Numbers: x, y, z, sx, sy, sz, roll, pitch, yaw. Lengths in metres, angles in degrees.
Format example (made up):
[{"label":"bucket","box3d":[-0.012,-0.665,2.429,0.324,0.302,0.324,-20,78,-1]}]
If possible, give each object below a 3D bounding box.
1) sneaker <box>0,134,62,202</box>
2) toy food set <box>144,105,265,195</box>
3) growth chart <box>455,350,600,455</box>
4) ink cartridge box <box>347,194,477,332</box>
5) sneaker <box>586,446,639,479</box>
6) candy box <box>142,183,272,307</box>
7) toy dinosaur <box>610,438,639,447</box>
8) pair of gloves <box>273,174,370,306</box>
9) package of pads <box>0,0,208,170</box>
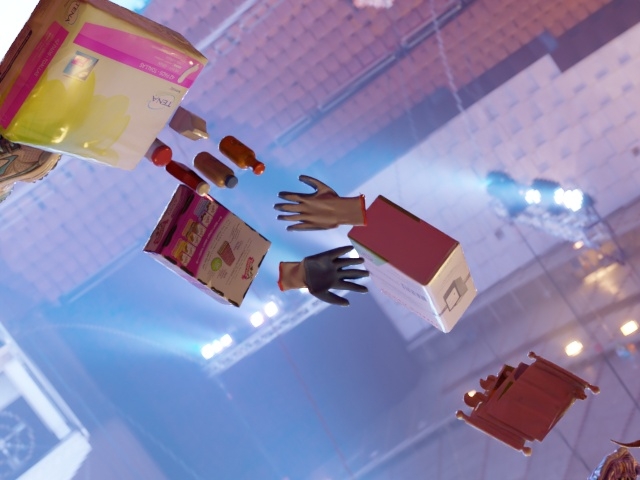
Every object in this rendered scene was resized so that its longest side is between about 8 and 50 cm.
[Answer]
[{"label":"sneaker","box3d":[-0.549,-0.153,1.636,0.283,0.122,0.110,-31,-129,28]},{"label":"toy food set","box3d":[-0.208,-0.145,1.596,0.232,0.104,0.111,23,100,-52]},{"label":"growth chart","box3d":[0.372,0.288,1.717,0.237,0.172,0.021,-33,141,-32]},{"label":"ink cartridge box","box3d":[0.189,0.052,1.896,0.115,0.198,0.273,-52,153,-10]},{"label":"sneaker","box3d":[0.537,0.424,1.706,0.170,0.071,0.068,-15,139,-49]},{"label":"candy box","box3d":[-0.224,0.013,1.904,0.071,0.233,0.159,9,-114,47]},{"label":"toy dinosaur","box3d":[0.490,0.269,1.317,0.183,0.053,0.092,-28,-138,-28]},{"label":"pair of gloves","box3d":[0.000,0.000,1.413,0.159,0.198,0.023,1,-171,27]},{"label":"package of pads","box3d":[-0.323,-0.224,1.365,0.229,0.101,0.296,-53,156,13]}]
